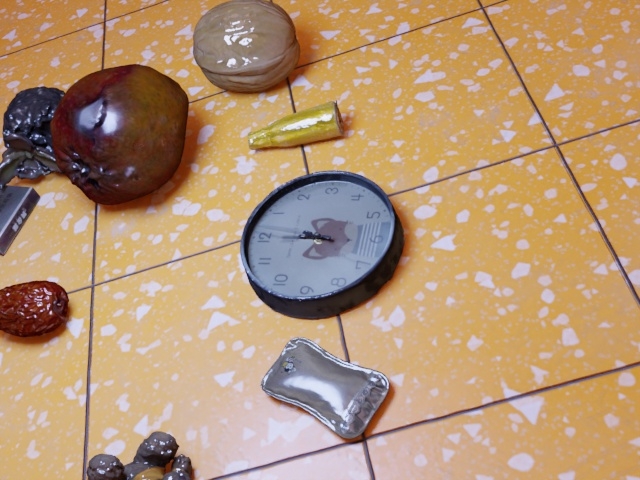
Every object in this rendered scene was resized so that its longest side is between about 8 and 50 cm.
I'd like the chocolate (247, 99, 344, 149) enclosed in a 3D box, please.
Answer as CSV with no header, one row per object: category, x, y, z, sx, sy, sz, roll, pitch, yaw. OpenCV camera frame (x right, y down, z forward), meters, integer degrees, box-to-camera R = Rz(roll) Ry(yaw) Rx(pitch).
chocolate,-0.059,-0.246,1.709,0.219,0.086,0.086,-13,50,11

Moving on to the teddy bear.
teddy bear,-0.259,0.408,1.224,0.190,0.177,0.140,17,105,30

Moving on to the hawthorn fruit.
hawthorn fruit,-0.427,-0.240,1.697,0.324,0.308,0.308,-34,49,-23

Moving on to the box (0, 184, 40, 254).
box,-0.851,-0.060,1.848,0.324,0.047,0.180,5,55,23

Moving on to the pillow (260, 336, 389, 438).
pillow,0.007,0.247,1.319,0.217,0.033,0.130,22,64,32

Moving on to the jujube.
jujube,-0.599,0.140,1.570,0.176,0.109,0.112,-8,14,23

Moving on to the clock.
clock,0.000,0.000,1.498,0.325,0.067,0.325,-9,51,11

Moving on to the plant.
plant,-0.679,-0.256,1.860,0.204,0.178,0.234,-11,41,2

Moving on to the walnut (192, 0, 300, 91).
walnut,-0.179,-0.461,1.826,0.260,0.225,0.225,-2,52,11
